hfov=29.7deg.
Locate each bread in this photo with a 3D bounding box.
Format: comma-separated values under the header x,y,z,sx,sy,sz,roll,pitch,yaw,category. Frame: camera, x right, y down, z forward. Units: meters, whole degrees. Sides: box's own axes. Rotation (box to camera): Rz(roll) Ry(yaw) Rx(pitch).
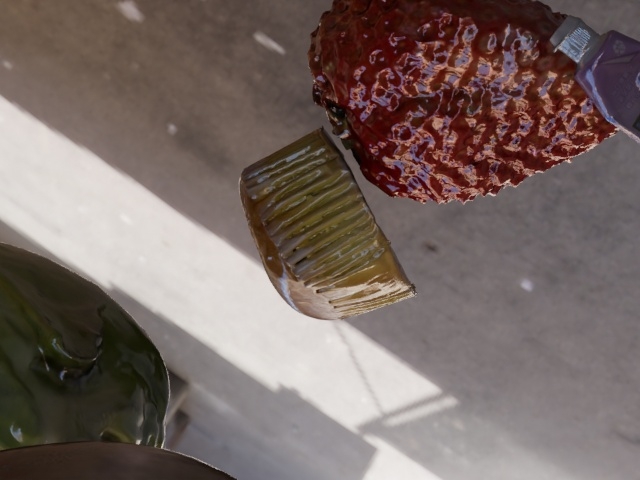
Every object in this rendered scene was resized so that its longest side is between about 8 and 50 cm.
x,y,z,sx,sy,sz,roll,pitch,yaw,category
0.000,0.000,1.507,0.204,0.156,0.288,63,-176,23,bread

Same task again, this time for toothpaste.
x,y,z,sx,sy,sz,roll,pitch,yaw,category
0.317,-0.085,1.020,0.301,0.048,0.075,40,129,0,toothpaste

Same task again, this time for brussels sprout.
x,y,z,sx,sy,sz,roll,pitch,yaw,category
-0.274,0.126,0.997,0.328,0.247,0.328,30,-166,-8,brussels sprout

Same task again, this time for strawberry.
x,y,z,sx,sy,sz,roll,pitch,yaw,category
0.171,-0.172,1.329,0.351,0.267,0.312,8,173,29,strawberry

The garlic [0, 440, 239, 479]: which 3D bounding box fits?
x,y,z,sx,sy,sz,roll,pitch,yaw,category
-0.056,0.190,0.665,0.318,0.112,0.143,29,-174,-23,garlic
